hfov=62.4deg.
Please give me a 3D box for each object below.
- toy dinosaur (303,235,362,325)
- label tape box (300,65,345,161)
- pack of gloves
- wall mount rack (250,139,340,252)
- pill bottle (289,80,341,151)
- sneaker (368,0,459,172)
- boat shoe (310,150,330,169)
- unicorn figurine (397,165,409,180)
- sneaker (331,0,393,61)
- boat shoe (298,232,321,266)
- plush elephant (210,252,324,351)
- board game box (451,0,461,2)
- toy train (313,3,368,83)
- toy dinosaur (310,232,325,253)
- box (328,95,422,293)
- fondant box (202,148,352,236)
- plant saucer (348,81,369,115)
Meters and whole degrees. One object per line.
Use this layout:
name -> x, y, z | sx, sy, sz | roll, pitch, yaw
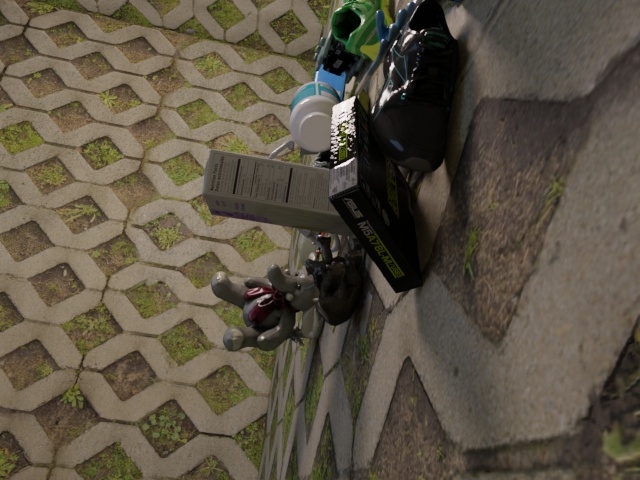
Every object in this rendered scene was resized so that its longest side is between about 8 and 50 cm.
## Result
toy dinosaur -> 0.037, 0.090, 1.016 | 0.314, 0.120, 0.161 | -106, 15, -65
label tape box -> 0.003, -0.467, 1.974 | 0.348, 0.115, 0.249 | 112, 167, -71
pack of gloves -> 0.118, -0.353, 0.833 | 0.195, 0.046, 0.232 | -56, 4, -6
wall mount rack -> -0.059, -0.102, 1.443 | 0.130, 0.350, 0.304 | -42, -10, -29
pill bottle -> -0.010, -0.326, 1.406 | 0.264, 0.146, 0.146 | -91, 13, -61
sneaker -> 0.122, -0.202, 0.670 | 0.106, 0.101, 0.268 | 113, 165, -52
boat shoe -> 0.018, -0.206, 1.565 | 0.255, 0.095, 0.079 | -75, -12, -55
unicorn figurine -> 0.118, -0.126, 0.806 | 0.111, 0.060, 0.162 | -92, -2, -59
sneaker -> 0.085, -0.513, 1.192 | 0.109, 0.123, 0.296 | 112, 157, -43
boat shoe -> -0.022, -0.025, 1.779 | 0.079, 0.083, 0.233 | 3, -90, -59
plush elephant -> -0.107, 0.164, 1.484 | 0.255, 0.329, 0.272 | -52, 34, 25
board game box -> 0.101, -0.388, 0.635 | 0.160, 0.211, 0.039 | 111, 168, -57
toy train -> 0.073, -0.562, 1.472 | 0.334, 0.142, 0.190 | -135, 65, -81
toy dinosaur -> 0.000, 0.000, 1.629 | 0.090, 0.047, 0.082 | -61, 36, 38
box -> 0.071, -0.060, 0.676 | 0.184, 0.045, 0.191 | 50, -150, -36
fondant box -> -0.071, -0.091, 1.122 | 0.238, 0.330, 0.096 | 137, 143, -80
plant saucer -> 0.083, -0.277, 1.344 | 0.241, 0.037, 0.241 | -171, 90, -83
